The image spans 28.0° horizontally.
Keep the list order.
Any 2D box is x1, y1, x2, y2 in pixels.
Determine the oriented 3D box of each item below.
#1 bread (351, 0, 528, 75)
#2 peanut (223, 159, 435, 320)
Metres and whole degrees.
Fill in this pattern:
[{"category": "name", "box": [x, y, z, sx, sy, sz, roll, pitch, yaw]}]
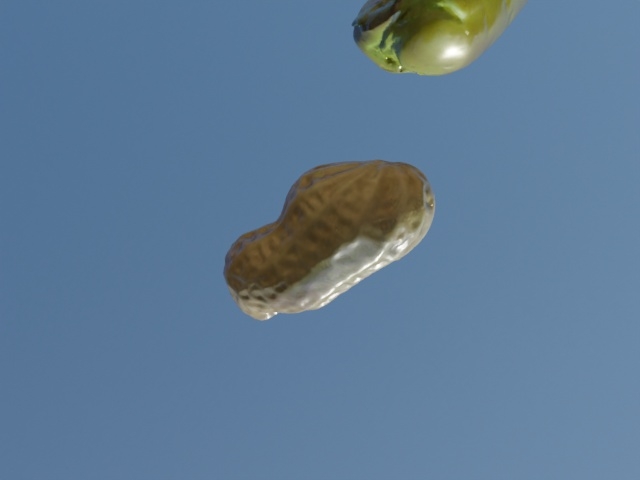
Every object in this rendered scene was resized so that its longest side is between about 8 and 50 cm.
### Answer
[{"category": "bread", "box": [0.181, -0.300, 1.304, 0.112, 0.166, 0.383, 47, -122, -15]}, {"category": "peanut", "box": [0.000, 0.000, 0.973, 0.093, 0.194, 0.083, 44, -148, -29]}]
